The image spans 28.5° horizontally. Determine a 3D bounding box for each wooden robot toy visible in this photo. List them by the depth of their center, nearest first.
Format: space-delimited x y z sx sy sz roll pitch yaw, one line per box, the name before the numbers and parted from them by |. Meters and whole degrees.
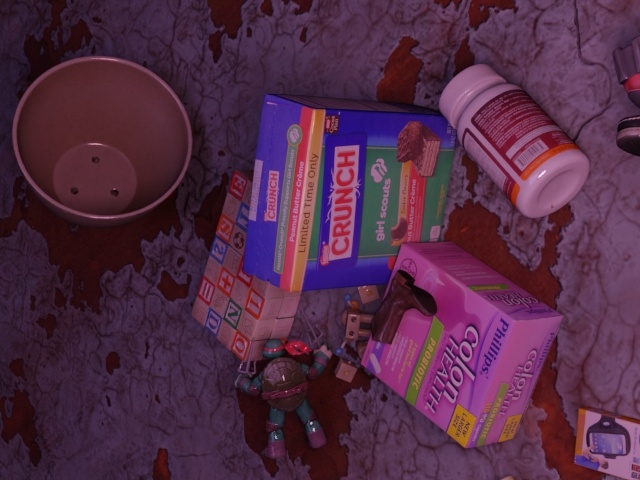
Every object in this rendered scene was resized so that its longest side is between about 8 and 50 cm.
wooden robot toy | 0.063 0.142 2.086 0.079 0.076 0.173 -118 36 -75

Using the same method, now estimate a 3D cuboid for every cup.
cup | -0.428 -0.154 2.436 0.237 0.331 0.331 124 131 -65

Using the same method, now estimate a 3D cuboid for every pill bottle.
pill bottle | 0.271 -0.145 1.792 0.221 0.121 0.121 54 127 31

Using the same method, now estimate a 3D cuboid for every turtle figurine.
turtle figurine | -0.064 0.243 2.132 0.175 0.118 0.234 -9 100 8

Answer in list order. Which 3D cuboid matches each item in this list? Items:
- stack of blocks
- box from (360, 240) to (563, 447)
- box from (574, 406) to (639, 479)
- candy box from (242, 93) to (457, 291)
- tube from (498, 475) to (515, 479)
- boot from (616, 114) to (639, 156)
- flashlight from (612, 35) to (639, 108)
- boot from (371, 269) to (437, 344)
stack of blocks | -0.111 0.043 2.233 0.171 0.087 0.297 35 116 40
box | 0.204 0.150 1.878 0.243 0.117 0.214 36 117 40
box | 0.412 0.282 1.727 0.136 0.028 0.081 10 99 48
candy box | 0.049 -0.073 1.889 0.122 0.317 0.268 19 106 45
tube | 0.310 0.461 1.828 0.240 0.062 0.070 61 175 19
boot | 0.457 -0.193 1.528 0.085 0.236 0.179 147 119 -71
flashlight | 0.460 -0.114 1.611 0.103 0.103 0.304 111 146 -81
boot | 0.119 0.117 1.856 0.114 0.037 0.106 -63 37 23
